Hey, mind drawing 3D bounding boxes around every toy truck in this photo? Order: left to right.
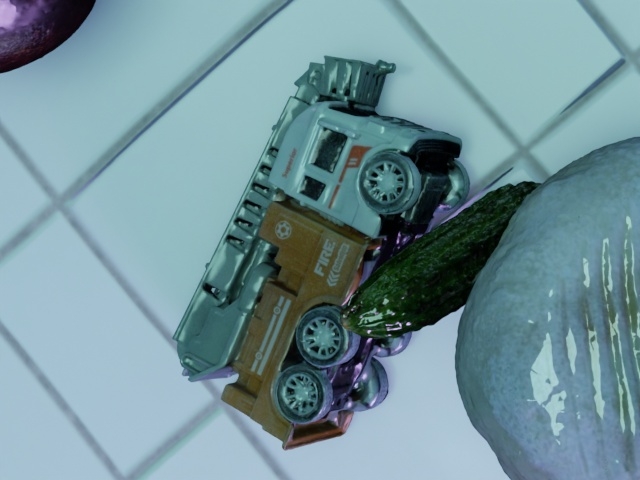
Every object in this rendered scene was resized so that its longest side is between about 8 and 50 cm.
[{"bbox_3d":[0.000,0.000,1.524,0.184,0.133,0.338,27,103,24],"label":"toy truck"}]

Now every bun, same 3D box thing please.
[{"bbox_3d":[0.285,0.091,1.411,0.361,0.211,0.362,2,83,-13],"label":"bun"}]

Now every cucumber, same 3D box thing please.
[{"bbox_3d":[0.120,0.018,1.451,0.077,0.265,0.077,21,126,33],"label":"cucumber"}]

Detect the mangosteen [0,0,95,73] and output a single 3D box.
[{"bbox_3d":[-0.323,-0.292,1.500,0.297,0.293,0.297,-5,107,-16],"label":"mangosteen"}]
